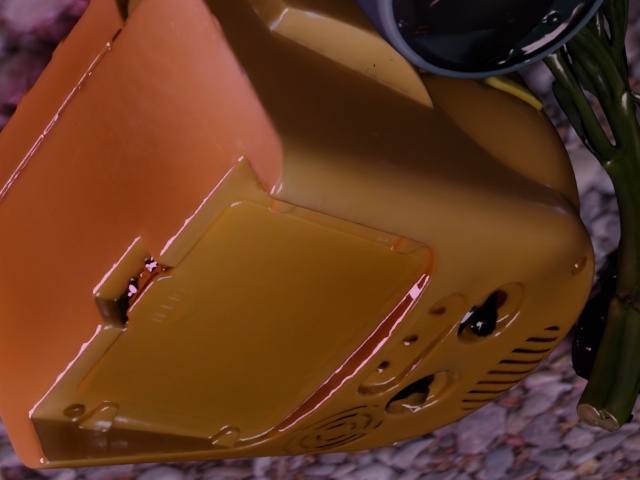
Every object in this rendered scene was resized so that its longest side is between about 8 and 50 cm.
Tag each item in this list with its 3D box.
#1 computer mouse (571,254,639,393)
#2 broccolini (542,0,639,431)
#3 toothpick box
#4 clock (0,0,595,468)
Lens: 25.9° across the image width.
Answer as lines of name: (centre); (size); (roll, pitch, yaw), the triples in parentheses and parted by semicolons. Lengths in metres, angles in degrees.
computer mouse: (0.282, 0.044, 0.930); (0.242, 0.077, 0.146); (-29, 138, 10)
broccolini: (0.116, -0.048, 0.653); (0.123, 0.271, 0.062); (8, 161, -24)
toothpick box: (0.045, -0.154, 0.566); (0.120, 0.184, 0.120); (-9, 136, -9)
clock: (0.000, 0.000, 0.717); (0.317, 0.200, 0.244); (16, 130, -42)
